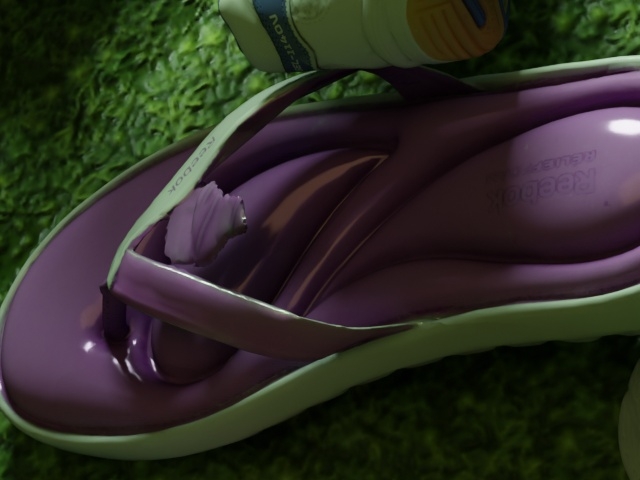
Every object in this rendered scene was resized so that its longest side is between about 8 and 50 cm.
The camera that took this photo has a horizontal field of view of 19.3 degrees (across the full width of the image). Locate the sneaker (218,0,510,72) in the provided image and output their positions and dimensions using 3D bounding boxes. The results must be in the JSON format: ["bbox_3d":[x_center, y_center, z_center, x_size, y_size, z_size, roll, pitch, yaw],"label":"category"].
[{"bbox_3d":[0.025,-0.197,0.896,0.131,0.112,0.296,-9,43,22],"label":"sneaker"}]

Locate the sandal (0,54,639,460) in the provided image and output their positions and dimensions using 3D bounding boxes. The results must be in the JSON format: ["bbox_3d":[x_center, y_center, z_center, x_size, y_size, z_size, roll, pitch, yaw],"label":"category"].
[{"bbox_3d":[0.000,-0.014,0.854,0.416,0.102,0.169,-16,57,27],"label":"sandal"}]

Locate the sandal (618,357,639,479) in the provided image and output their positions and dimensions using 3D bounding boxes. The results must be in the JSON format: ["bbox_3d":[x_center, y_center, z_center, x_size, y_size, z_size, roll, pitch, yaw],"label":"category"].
[{"bbox_3d":[0.221,0.004,0.794,0.265,0.076,0.102,-58,35,17],"label":"sandal"}]
